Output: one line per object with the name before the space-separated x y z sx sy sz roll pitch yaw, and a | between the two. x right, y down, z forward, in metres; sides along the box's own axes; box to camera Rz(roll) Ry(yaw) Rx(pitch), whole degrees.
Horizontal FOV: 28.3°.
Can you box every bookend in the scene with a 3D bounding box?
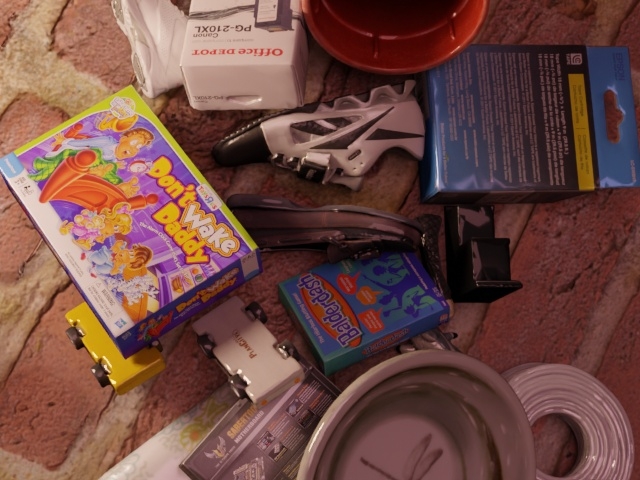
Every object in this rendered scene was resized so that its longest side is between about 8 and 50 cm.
bookend | 0.245 0.008 1.929 0.072 0.156 0.157 0 78 -10

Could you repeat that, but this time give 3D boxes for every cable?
cable | 0.345 0.312 1.921 0.257 0.089 0.257 -30 85 -14

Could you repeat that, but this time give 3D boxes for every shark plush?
shark plush | 0.195 0.157 1.945 0.161 0.073 0.067 27 45 0

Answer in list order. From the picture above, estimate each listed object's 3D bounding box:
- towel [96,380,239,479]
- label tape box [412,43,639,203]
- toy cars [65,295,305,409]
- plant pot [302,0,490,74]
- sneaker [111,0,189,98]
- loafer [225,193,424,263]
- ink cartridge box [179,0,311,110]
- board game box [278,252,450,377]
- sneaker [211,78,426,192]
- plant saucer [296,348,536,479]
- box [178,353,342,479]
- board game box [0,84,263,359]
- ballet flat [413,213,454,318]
towel | -0.114 0.421 1.820 0.320 0.090 0.374 -36 87 -18
label tape box | 0.322 -0.182 2.005 0.333 0.106 0.241 -1 79 -11
toy cars | -0.191 0.163 1.792 0.393 0.087 0.176 3 48 21
plant pot | 0.111 -0.439 1.918 0.272 0.272 0.265 9 47 -9
sneaker | -0.249 -0.338 1.951 0.115 0.090 0.232 -17 91 -20
loafer | 0.000 0.000 1.893 0.302 0.109 0.095 8 71 9
ink cartridge box | -0.105 -0.316 1.896 0.171 0.100 0.237 0 56 8
board game box | 0.064 0.093 1.901 0.210 0.047 0.160 -24 56 -14
sneaker | 0.004 -0.136 1.924 0.330 0.122 0.146 -14 89 -3
plant saucer | 0.118 0.341 1.763 0.400 0.100 0.401 -5 99 -31
box | -0.056 0.291 1.786 0.183 0.056 0.231 42 72 0
board game box | -0.275 -0.034 1.819 0.233 0.078 0.347 -33 64 -15
ballet flat | 0.182 0.037 1.952 0.049 0.057 0.173 -9 71 -9
